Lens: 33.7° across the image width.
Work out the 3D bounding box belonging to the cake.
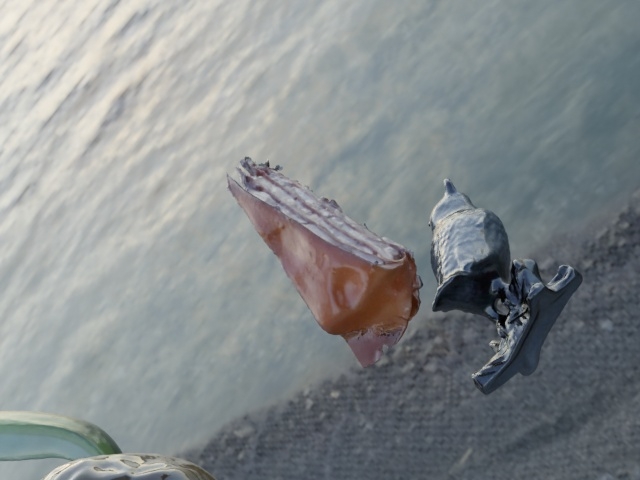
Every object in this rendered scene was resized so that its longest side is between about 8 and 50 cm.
[{"bbox_3d":[0.004,-0.002,1.183,0.098,0.287,0.135,-27,-20,-45],"label":"cake"}]

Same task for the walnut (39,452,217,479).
[{"bbox_3d":[-0.160,0.298,0.807,0.273,0.273,0.227,-58,10,-13],"label":"walnut"}]

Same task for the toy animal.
[{"bbox_3d":[0.126,0.029,0.965,0.210,0.117,0.121,54,138,48],"label":"toy animal"}]

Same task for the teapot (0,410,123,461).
[{"bbox_3d":[-0.290,0.357,1.178,0.239,0.239,0.321,-11,70,10],"label":"teapot"}]
